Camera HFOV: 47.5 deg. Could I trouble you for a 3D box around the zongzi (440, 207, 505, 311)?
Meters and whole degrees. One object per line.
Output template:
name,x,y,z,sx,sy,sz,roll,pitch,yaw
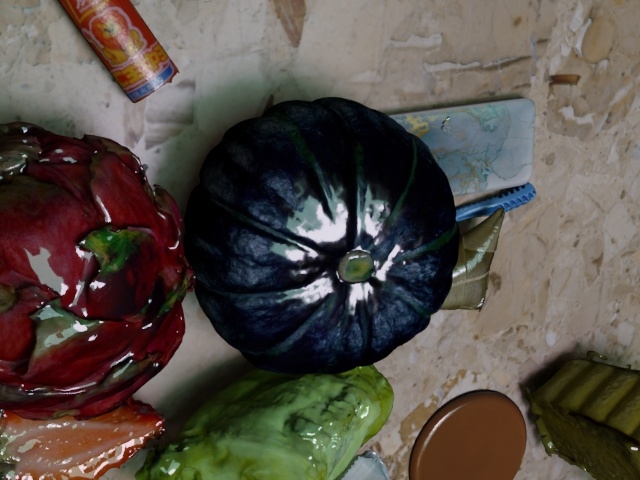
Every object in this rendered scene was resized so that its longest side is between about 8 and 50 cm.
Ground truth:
zongzi,0.199,0.029,1.131,0.160,0.078,0.176,-2,119,-26

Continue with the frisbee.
frisbee,0.271,0.386,1.307,0.250,0.021,0.251,-7,108,-23

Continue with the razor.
razor,0.240,-0.039,1.163,0.253,0.042,0.082,-23,154,-18

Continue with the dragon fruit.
dragon fruit,-0.292,0.038,0.795,0.329,0.329,0.330,-7,107,-23

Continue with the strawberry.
strawberry,-0.330,0.231,0.952,0.228,0.098,0.175,-19,112,-22

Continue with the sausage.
sausage,-0.271,-0.292,0.848,0.074,0.074,0.274,-38,115,-11

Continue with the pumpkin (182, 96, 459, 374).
pumpkin,0.000,0.000,0.943,0.363,0.266,0.364,-8,111,-22

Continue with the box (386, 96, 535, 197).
box,0.209,-0.137,1.123,0.284,0.044,0.142,-11,113,-21

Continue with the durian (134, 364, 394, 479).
durian,-0.050,0.276,1.008,0.339,0.255,0.205,-34,107,-46

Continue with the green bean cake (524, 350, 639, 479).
green bean cake,0.544,0.347,1.265,0.202,0.310,0.285,-36,120,-20

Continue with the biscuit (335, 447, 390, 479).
biscuit,0.046,0.422,1.116,0.186,0.079,0.309,-41,155,-10
